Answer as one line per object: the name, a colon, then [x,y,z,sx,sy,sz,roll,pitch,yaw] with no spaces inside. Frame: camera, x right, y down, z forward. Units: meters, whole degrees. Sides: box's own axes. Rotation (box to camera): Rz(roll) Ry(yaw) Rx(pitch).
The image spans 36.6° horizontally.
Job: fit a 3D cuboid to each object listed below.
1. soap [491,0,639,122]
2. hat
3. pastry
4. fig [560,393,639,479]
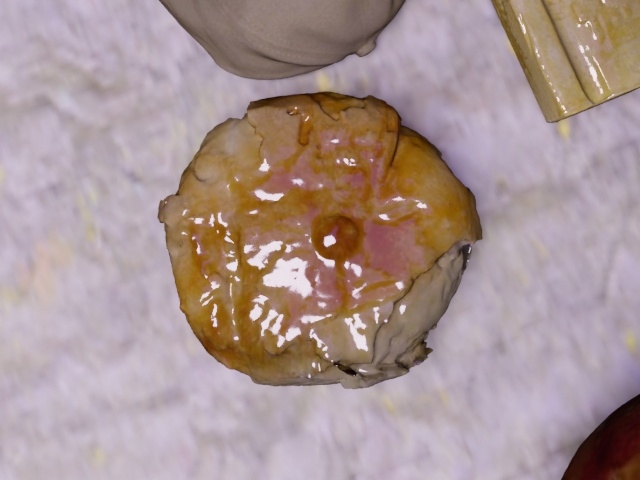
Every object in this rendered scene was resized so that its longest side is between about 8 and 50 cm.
soap: [0.112,-0.191,0.511,0.092,0.037,0.252,-23,86,-5]
hat: [-0.013,-0.169,0.439,0.166,0.173,0.144,-36,83,-2]
pastry: [-0.001,-0.001,0.469,0.153,0.081,0.153,-1,80,6]
fig: [0.202,0.142,0.419,0.205,0.205,0.205,0,85,-2]
